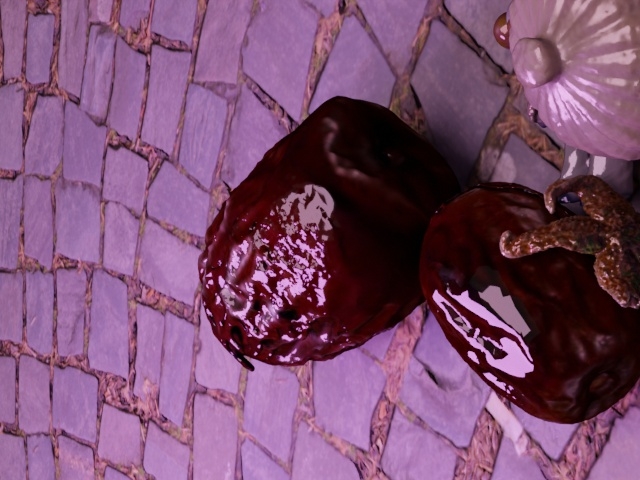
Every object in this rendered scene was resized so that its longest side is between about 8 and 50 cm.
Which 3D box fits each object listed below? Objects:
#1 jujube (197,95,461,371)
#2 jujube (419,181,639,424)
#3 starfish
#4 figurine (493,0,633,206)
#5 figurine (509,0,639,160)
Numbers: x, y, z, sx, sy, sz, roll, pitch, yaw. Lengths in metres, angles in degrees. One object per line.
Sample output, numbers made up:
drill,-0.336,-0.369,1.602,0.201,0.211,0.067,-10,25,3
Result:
jujube,0.000,0.000,1.655,0.376,0.258,0.258,-33,63,49
jujube,0.193,0.057,1.433,0.243,0.183,0.183,57,133,36
starfish,0.264,0.006,1.345,0.053,0.209,0.150,88,-179,-46
figurine,0.251,-0.171,1.410,0.194,0.133,0.274,140,114,-67
figurine,0.290,-0.140,1.162,0.185,0.332,0.204,28,96,50
